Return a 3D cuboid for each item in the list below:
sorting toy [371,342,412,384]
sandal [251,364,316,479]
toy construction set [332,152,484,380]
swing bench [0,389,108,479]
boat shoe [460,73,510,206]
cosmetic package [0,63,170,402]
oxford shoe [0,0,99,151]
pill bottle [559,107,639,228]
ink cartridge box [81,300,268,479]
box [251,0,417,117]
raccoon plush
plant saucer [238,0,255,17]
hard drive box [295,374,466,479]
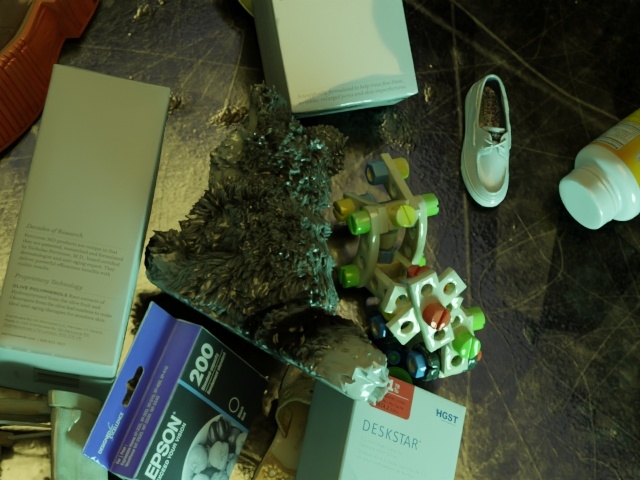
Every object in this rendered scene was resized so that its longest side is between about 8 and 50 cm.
[{"bbox_3d":[0.076,0.166,1.953,0.102,0.042,0.061,44,85,-7],"label":"sorting toy"},{"bbox_3d":[-0.019,0.225,1.888,0.088,0.079,0.240,24,68,-2],"label":"sandal"},{"bbox_3d":[0.118,0.048,1.877,0.151,0.215,0.327,-5,27,-11],"label":"toy construction set"},{"bbox_3d":[-0.363,0.313,1.747,0.255,0.165,0.253,0,71,-11],"label":"swing bench"},{"bbox_3d":[0.234,-0.140,2.070,0.066,0.063,0.184,9,70,-8],"label":"boat shoe"},{"bbox_3d":[-0.292,-0.005,1.854,0.155,0.197,0.365,10,68,-6],"label":"cosmetic package"},{"bbox_3d":[-0.419,-0.247,1.969,0.133,0.130,0.363,20,65,20],"label":"oxford shoe"},{"bbox_3d":[0.432,-0.107,2.068,0.215,0.117,0.117,-35,81,-19],"label":"pill bottle"},{"bbox_3d":[-0.168,0.211,1.817,0.208,0.045,0.206,42,62,-41],"label":"ink cartridge box"},{"bbox_3d":[0.017,-0.263,2.019,0.181,0.119,0.181,-10,89,-13],"label":"box"},{"bbox_3d":[0.000,0.000,1.824,0.446,0.216,0.299,27,82,37],"label":"raccoon plush"},{"bbox_3d":[-0.023,-0.396,2.099,0.241,0.037,0.241,1,85,-13],"label":"plant saucer"},{"bbox_3d":[0.066,0.289,1.838,0.181,0.089,0.232,24,68,-32],"label":"hard drive box"}]
